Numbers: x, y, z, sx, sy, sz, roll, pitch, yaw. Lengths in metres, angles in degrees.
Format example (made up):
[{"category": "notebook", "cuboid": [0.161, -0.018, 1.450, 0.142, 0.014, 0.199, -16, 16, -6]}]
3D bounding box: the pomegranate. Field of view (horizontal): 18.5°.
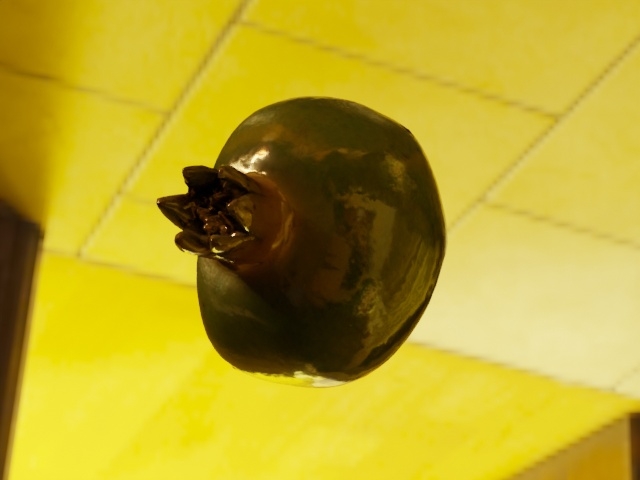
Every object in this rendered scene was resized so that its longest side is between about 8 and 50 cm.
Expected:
[{"category": "pomegranate", "cuboid": [0.000, 0.000, 2.032, 0.216, 0.309, 0.358, 11, 176, 30]}]
